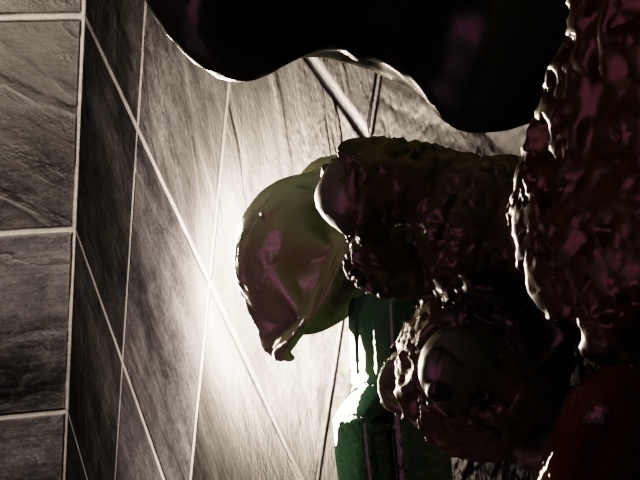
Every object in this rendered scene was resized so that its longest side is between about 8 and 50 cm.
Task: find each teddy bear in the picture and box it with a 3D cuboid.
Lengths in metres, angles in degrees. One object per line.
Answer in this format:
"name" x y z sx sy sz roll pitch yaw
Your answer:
"teddy bear" 0.122 0.054 1.157 0.267 0.156 0.256 19 110 37

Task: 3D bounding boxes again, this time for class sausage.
"sausage" 0.195 0.218 1.092 0.103 0.076 0.302 -137 46 -57

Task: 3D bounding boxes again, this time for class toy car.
"toy car" 0.071 0.203 1.409 0.141 0.097 0.321 163 103 -71

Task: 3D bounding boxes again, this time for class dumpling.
"dumpling" 0.000 0.000 1.523 0.193 0.147 0.258 -41 28 41

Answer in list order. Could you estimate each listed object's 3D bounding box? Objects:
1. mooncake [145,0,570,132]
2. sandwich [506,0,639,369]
"mooncake" 0.042 -0.226 1.059 0.351 0.351 0.187 -120 37 -52
"sandwich" 0.239 -0.108 0.625 0.131 0.262 0.325 -121 33 -43
